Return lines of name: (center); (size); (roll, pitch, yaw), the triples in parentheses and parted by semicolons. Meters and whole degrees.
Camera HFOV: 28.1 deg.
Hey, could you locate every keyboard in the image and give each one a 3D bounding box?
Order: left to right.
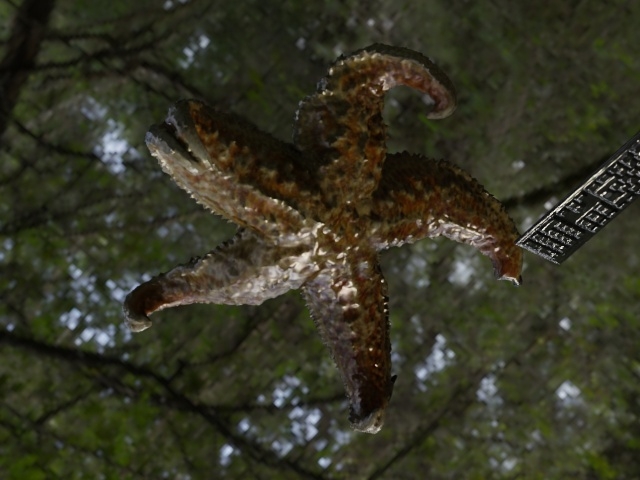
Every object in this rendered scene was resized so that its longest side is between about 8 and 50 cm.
keyboard: (0.229, -0.052, 0.930); (0.063, 0.198, 0.010); (20, -144, -44)

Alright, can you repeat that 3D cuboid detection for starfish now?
starfish: (-0.001, 0.004, 0.948); (0.113, 0.312, 0.303); (-121, 12, -61)
